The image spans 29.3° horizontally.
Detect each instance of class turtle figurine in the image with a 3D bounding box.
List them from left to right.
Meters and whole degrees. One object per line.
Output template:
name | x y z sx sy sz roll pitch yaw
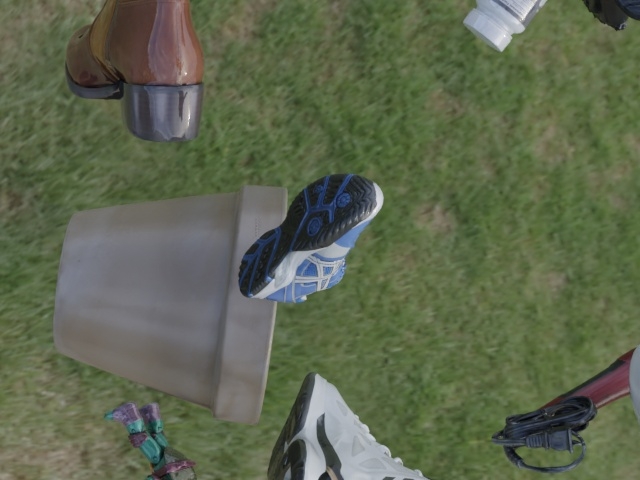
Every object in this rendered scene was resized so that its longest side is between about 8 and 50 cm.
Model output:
turtle figurine | -0.244 0.360 1.853 0.118 0.175 0.234 -23 73 -3

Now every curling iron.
curling iron | 0.241 0.094 0.866 0.274 0.068 0.035 -24 108 -21

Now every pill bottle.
pill bottle | 0.251 -0.319 1.589 0.078 0.078 0.137 35 97 -19

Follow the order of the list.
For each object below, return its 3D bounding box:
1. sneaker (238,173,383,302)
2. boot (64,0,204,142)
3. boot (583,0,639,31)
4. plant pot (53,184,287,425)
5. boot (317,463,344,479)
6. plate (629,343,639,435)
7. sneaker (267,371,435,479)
sneaker | 0.000 0.000 1.313 0.081 0.211 0.080 21 49 -33
boot | -0.164 -0.252 1.055 0.096 0.264 0.280 -3 111 -18
boot | 0.221 -0.191 0.913 0.045 0.099 0.121 -23 64 0
plant pot | -0.200 0.071 1.629 0.280 0.323 0.323 7 75 -5
boot | -0.028 0.378 1.585 0.137 0.198 0.077 -15 46 -17
plate | 0.269 0.196 0.696 0.045 0.278 0.277 -31 90 1
sneaker | 0.060 0.376 1.972 0.257 0.447 0.169 22 105 -6
